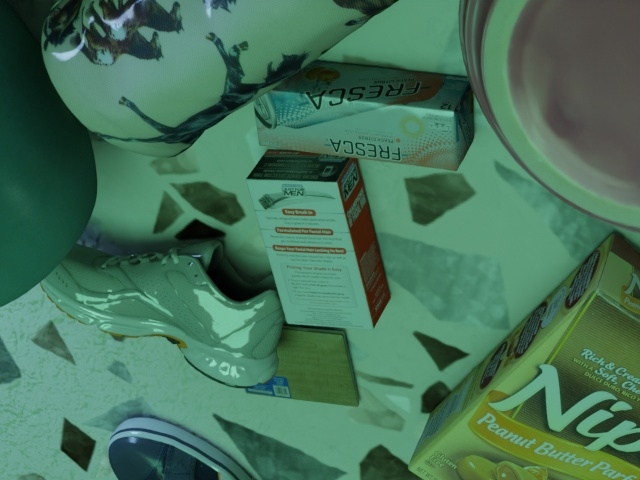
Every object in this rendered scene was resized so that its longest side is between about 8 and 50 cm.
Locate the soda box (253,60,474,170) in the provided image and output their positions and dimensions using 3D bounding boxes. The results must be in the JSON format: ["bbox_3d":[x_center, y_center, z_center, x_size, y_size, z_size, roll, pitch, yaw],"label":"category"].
[{"bbox_3d":[0.037,-0.109,1.261,0.183,0.058,0.063,8,129,19],"label":"soda box"}]

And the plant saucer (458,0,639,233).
[{"bbox_3d":[0.251,-0.133,1.103,0.332,0.084,0.332,16,129,20],"label":"plant saucer"}]

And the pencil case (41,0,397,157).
[{"bbox_3d":[-0.057,-0.215,1.153,0.410,0.160,0.184,-31,77,39],"label":"pencil case"}]

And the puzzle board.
[{"bbox_3d":[-0.027,0.124,1.507,0.128,0.011,0.096,5,129,23],"label":"puzzle board"}]

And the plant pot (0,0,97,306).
[{"bbox_3d":[-0.341,-0.073,1.325,0.293,0.293,0.235,-14,132,33],"label":"plant pot"}]

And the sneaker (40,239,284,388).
[{"bbox_3d":[-0.149,0.038,1.455,0.262,0.099,0.121,21,116,7],"label":"sneaker"}]

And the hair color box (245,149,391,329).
[{"bbox_3d":[0.000,0.000,1.368,0.093,0.053,0.167,3,128,24],"label":"hair color box"}]

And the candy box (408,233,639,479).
[{"bbox_3d":[0.240,0.156,1.354,0.183,0.087,0.316,34,133,-5],"label":"candy box"}]

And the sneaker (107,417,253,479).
[{"bbox_3d":[-0.117,0.331,1.638,0.321,0.127,0.126,39,133,-6],"label":"sneaker"}]
